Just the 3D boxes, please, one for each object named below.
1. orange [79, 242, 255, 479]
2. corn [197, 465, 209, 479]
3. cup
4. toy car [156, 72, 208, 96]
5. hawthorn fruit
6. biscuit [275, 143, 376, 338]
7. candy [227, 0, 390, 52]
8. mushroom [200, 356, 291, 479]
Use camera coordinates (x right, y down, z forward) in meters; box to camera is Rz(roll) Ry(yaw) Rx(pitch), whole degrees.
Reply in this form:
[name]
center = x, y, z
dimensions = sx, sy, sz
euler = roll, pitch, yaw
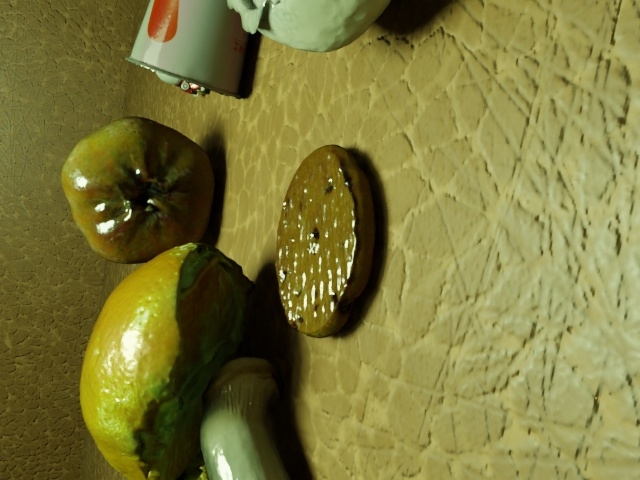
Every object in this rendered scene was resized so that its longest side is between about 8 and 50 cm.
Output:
[orange]
center = -0.206, 0.165, 0.779
dimensions = 0.263, 0.196, 0.335
euler = -88, 13, -54
[corn]
center = -0.209, 0.333, 0.946
dimensions = 0.248, 0.081, 0.081
euler = 55, 132, 53
[cup]
center = -0.183, -0.400, 0.953
dimensions = 0.203, 0.203, 0.289
euler = 43, 116, 58
[toy car]
center = -0.291, -0.363, 1.225
dimensions = 0.139, 0.112, 0.112
euler = 11, 95, 63
[hawthorn fruit]
center = -0.337, -0.090, 1.102
dimensions = 0.301, 0.267, 0.268
euler = -153, 71, -72
[biscuit]
center = 0.000, 0.000, 0.643
dimensions = 0.212, 0.036, 0.212
euler = -27, 59, 60
[candy]
center = 0.003, -0.384, 0.548
dimensions = 0.386, 0.186, 0.427
euler = 132, 135, -62
[mushroom]
center = -0.080, 0.294, 0.652
dimensions = 0.159, 0.122, 0.329
euler = -48, 42, 37
